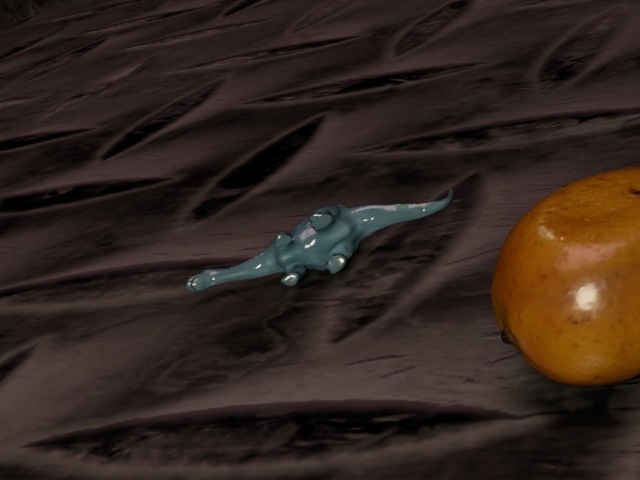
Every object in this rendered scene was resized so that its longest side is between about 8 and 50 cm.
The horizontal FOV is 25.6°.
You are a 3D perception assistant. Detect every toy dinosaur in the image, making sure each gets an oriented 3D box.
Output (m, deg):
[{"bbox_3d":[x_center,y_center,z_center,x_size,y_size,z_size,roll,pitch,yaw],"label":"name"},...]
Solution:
[{"bbox_3d":[0.000,0.000,0.961,0.197,0.045,0.080,-20,7,1],"label":"toy dinosaur"}]

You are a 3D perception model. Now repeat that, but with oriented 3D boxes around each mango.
[{"bbox_3d":[0.148,0.010,0.719,0.115,0.089,0.165,-11,24,29],"label":"mango"}]
